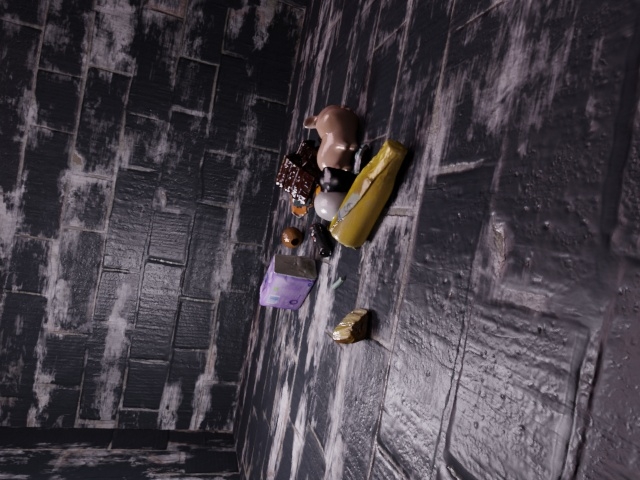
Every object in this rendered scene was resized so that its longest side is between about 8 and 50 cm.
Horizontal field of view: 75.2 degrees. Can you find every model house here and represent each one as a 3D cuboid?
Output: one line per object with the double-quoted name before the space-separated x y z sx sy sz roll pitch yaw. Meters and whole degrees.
"model house" -0.086 -0.248 2.436 0.300 0.191 0.271 96 167 -52
"model house" -0.060 -0.371 2.139 0.317 0.283 0.297 -63 28 29

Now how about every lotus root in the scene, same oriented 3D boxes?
"lotus root" 0.129 0.330 1.548 0.159 0.095 0.135 -44 8 -26

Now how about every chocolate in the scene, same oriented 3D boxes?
"chocolate" 0.175 -0.175 1.545 0.162 0.162 0.445 -100 28 -47

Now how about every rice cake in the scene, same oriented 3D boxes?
"rice cake" 0.078 0.194 1.870 0.121 0.022 0.021 126 150 -55

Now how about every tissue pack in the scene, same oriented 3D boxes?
"tissue pack" -0.184 0.230 2.312 0.338 0.242 0.160 118 155 -44

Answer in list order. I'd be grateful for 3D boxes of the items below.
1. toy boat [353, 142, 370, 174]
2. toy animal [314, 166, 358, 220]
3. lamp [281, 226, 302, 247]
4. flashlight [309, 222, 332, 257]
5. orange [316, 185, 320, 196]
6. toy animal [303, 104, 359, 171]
"toy boat" 0.174 -0.350 1.788 0.066 0.059 0.139 24 102 54
"toy animal" 0.065 -0.201 1.859 0.187 0.165 0.234 10 94 51
"lamp" -0.177 -0.019 2.598 0.136 0.137 0.136 -171 90 -73
"flashlight" 0.000 0.000 2.114 0.232 0.093 0.092 -108 32 -55
"orange" 0.040 -0.230 2.014 0.135 0.118 0.135 -45 -18 -20
"toy animal" 0.073 -0.476 1.963 0.269 0.237 0.326 42 122 36
